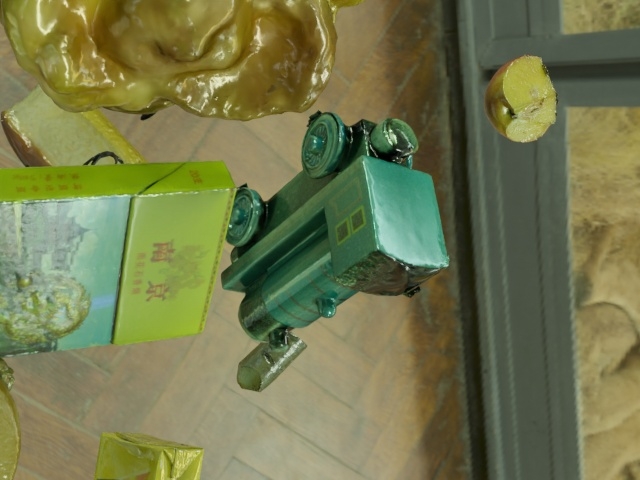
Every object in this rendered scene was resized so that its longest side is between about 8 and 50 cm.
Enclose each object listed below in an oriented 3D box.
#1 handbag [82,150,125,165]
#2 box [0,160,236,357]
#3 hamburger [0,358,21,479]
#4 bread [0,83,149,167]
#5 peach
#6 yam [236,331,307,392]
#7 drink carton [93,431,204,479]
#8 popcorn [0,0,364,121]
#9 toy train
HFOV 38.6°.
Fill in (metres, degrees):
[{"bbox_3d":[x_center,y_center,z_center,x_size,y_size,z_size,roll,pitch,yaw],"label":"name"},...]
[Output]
[{"bbox_3d":[-0.285,-0.056,1.146,0.072,0.115,0.139,40,40,-47],"label":"handbag"},{"bbox_3d":[-0.246,0.022,0.746,0.335,0.047,0.187,-5,135,-25],"label":"box"},{"bbox_3d":[-0.375,0.191,0.841,0.215,0.122,0.189,-28,94,-24],"label":"hamburger"},{"bbox_3d":[-0.332,-0.082,1.490,0.143,0.323,0.333,-44,74,-4],"label":"bread"},{"bbox_3d":[0.350,-0.256,1.628,0.151,0.118,0.151,-14,121,-25],"label":"peach"},{"bbox_3d":[-0.092,0.210,1.606,0.146,0.070,0.069,-44,120,7],"label":"yam"},{"bbox_3d":[-0.306,0.503,1.502,0.111,0.154,0.351,16,80,-53],"label":"drink carton"},{"bbox_3d":[-0.126,-0.207,0.750,0.297,0.315,0.281,-50,165,-37],"label":"popcorn"},{"bbox_3d":[0.000,0.000,0.967,0.120,0.298,0.194,12,57,-34],"label":"toy train"}]
